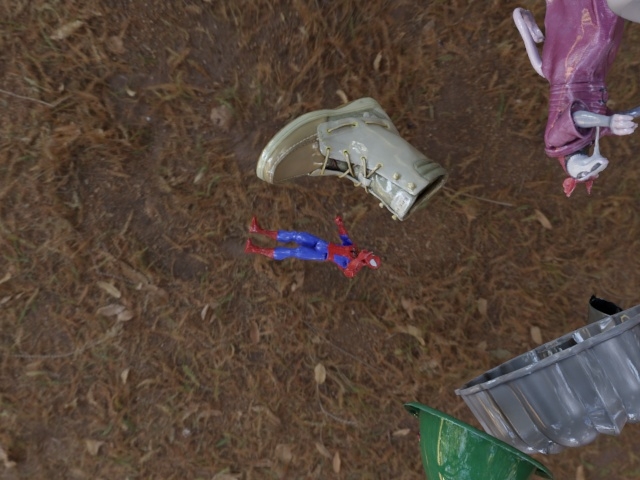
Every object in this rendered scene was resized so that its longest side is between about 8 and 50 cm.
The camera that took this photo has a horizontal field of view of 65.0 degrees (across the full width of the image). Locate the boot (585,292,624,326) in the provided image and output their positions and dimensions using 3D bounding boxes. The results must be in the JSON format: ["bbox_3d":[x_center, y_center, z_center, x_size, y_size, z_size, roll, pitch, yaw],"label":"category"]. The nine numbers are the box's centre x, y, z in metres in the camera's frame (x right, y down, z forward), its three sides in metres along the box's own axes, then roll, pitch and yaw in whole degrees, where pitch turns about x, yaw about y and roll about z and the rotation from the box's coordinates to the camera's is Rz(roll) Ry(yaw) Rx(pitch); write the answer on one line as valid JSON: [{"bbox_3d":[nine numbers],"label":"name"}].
[{"bbox_3d":[0.534,0.191,0.859,0.076,0.198,0.137,-26,124,-23],"label":"boot"}]

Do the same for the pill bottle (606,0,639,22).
[{"bbox_3d":[0.279,-0.286,0.288,0.161,0.161,0.283,3,103,-6],"label":"pill bottle"}]

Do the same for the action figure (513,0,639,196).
[{"bbox_3d":[0.450,-0.264,0.901,0.248,0.275,0.370,-3,101,-47],"label":"action figure"}]

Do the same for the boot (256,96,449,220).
[{"bbox_3d":[0.045,-0.087,0.622,0.213,0.077,0.165,-30,68,-32],"label":"boot"}]

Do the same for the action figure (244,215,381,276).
[{"bbox_3d":[0.000,0.000,1.008,0.280,0.092,0.139,14,145,-10],"label":"action figure"}]

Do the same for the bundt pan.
[{"bbox_3d":[0.376,0.209,0.738,0.330,0.331,0.124,-26,73,1],"label":"bundt pan"}]

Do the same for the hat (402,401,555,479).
[{"bbox_3d":[0.147,0.309,0.559,0.208,0.173,0.184,38,71,-28],"label":"hat"}]
